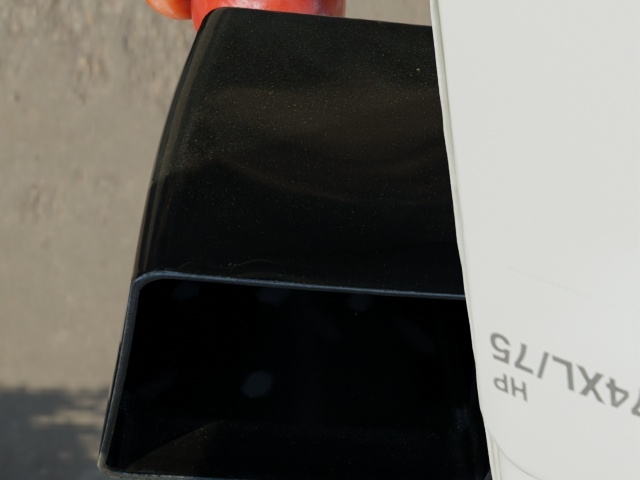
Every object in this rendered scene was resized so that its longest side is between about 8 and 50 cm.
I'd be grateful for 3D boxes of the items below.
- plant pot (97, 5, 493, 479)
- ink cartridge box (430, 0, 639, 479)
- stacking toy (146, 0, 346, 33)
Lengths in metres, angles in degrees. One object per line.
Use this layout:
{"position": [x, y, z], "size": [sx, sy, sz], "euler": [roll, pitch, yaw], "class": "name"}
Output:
{"position": [0.000, 0.000, 0.853], "size": [0.188, 0.167, 0.187], "euler": [3, 147, -10], "class": "plant pot"}
{"position": [0.189, -0.031, 0.430], "size": [0.270, 0.198, 0.197], "euler": [-33, 128, -35], "class": "ink cartridge box"}
{"position": [-0.114, -0.204, 1.116], "size": [0.141, 0.330, 0.141], "euler": [-34, 151, -22], "class": "stacking toy"}
